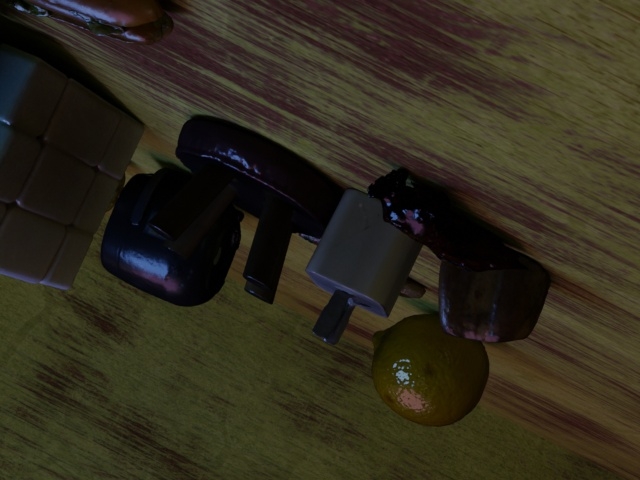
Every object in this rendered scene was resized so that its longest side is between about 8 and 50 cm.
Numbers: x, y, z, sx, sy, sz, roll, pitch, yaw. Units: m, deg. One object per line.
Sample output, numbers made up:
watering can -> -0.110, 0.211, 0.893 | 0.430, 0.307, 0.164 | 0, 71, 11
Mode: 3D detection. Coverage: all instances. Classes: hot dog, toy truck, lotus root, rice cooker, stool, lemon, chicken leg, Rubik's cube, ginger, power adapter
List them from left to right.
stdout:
Rubik's cube -> -0.532, -0.139, 1.428 | 0.321, 0.316, 0.319 | 22, 175, 21
hot dog -> -0.263, -0.253, 0.904 | 0.249, 0.068, 0.100 | 24, 169, 14
rice cooker -> -0.286, -0.004, 1.786 | 0.224, 0.267, 0.267 | 18, 169, 11
stool -> -0.118, -0.039, 1.323 | 0.272, 0.179, 0.272 | 27, 169, 6
toy truck -> 0.000, 0.000, 1.679 | 0.083, 0.024, 0.032 | 29, -167, 2
power adapter -> 0.050, 0.051, 1.268 | 0.125, 0.205, 0.130 | 25, 169, 15
ginger -> 0.130, 0.077, 1.696 | 0.137, 0.044, 0.057 | 17, 138, 21
lemon -> 0.222, 0.269, 1.882 | 0.253, 0.229, 0.228 | 15, 169, 6
chicken leg -> 0.150, -0.014, 1.088 | 0.233, 0.063, 0.105 | 31, 175, -36
lotus root -> 0.234, 0.071, 1.178 | 0.159, 0.135, 0.095 | 16, 174, -21

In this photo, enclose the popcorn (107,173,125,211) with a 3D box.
popcorn -> -0.516, -0.141, 1.960 | 0.197, 0.156, 0.198 | 10, 144, 7
